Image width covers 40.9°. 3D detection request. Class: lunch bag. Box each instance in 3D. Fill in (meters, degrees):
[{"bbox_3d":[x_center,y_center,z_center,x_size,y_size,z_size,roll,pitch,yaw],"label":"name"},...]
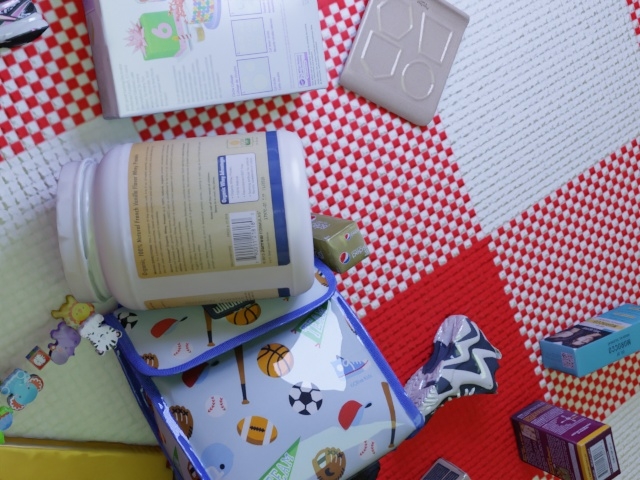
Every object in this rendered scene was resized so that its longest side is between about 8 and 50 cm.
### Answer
[{"bbox_3d":[-0.094,0.200,1.249,0.328,0.239,0.385,-25,72,-23],"label":"lunch bag"}]

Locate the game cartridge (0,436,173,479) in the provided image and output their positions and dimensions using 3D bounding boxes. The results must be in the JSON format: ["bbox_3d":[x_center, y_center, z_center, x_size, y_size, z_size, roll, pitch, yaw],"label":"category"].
[{"bbox_3d":[-0.392,0.431,1.247,0.324,0.053,0.285,13,90,-31],"label":"game cartridge"}]

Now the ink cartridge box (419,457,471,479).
[{"bbox_3d":[0.238,0.552,1.572,0.193,0.088,0.234,-44,113,-16],"label":"ink cartridge box"}]

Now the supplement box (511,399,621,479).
[{"bbox_3d":[0.456,0.382,1.609,0.081,0.188,0.104,-23,106,-25],"label":"supplement box"}]

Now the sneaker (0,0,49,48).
[{"bbox_3d":[-0.455,-0.280,1.123,0.178,0.072,0.077,-29,97,-31],"label":"sneaker"}]

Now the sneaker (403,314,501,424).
[{"bbox_3d":[0.245,0.267,1.536,0.153,0.094,0.235,36,69,-18],"label":"sneaker"}]

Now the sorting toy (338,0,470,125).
[{"bbox_3d":[0.141,-0.322,1.447,0.193,0.038,0.208,22,90,-28],"label":"sorting toy"}]

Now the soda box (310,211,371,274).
[{"bbox_3d":[0.000,0.000,1.324,0.058,0.181,0.061,-34,111,-21],"label":"soda box"}]

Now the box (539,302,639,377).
[{"bbox_3d":[0.559,0.193,1.693,0.244,0.100,0.060,-17,103,-26],"label":"box"}]

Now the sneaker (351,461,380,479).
[{"bbox_3d":[0.032,0.457,1.350,0.140,0.125,0.341,38,31,6],"label":"sneaker"}]

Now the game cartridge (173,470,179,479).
[{"bbox_3d":[-0.204,0.373,1.356,0.056,0.017,0.083,-9,100,-23],"label":"game cartridge"}]

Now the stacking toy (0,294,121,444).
[{"bbox_3d":[-0.374,0.171,1.155,0.221,0.167,0.052,-48,115,-16],"label":"stacking toy"}]

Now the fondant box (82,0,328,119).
[{"bbox_3d":[-0.165,-0.316,1.248,0.330,0.096,0.238,-13,102,-27],"label":"fondant box"}]

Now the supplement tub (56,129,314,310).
[{"bbox_3d":[-0.173,-0.025,1.159,0.316,0.228,0.228,-5,99,-2],"label":"supplement tub"}]
